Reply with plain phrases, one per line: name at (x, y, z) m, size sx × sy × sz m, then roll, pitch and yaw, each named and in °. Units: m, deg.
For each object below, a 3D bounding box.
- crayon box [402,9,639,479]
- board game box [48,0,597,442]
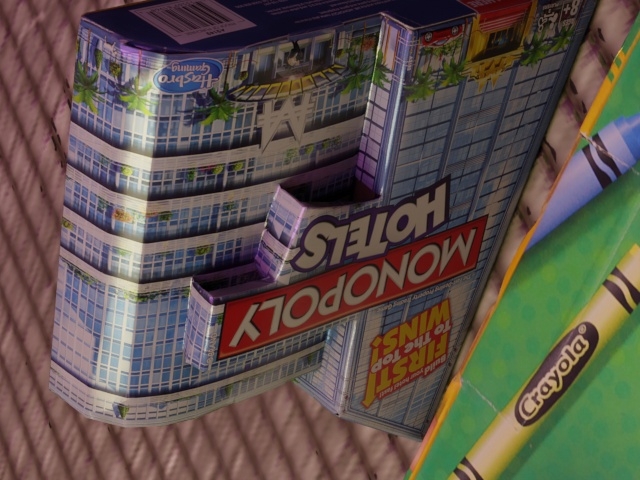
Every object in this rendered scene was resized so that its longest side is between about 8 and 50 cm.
crayon box at (0.130, 0.023, 0.477) m, size 0.081 × 0.165 × 0.278 m, roll 40°, pitch 118°, yaw 34°
board game box at (0.000, 0.000, 0.606) m, size 0.060 × 0.194 × 0.194 m, roll 34°, pitch 129°, yaw 36°
